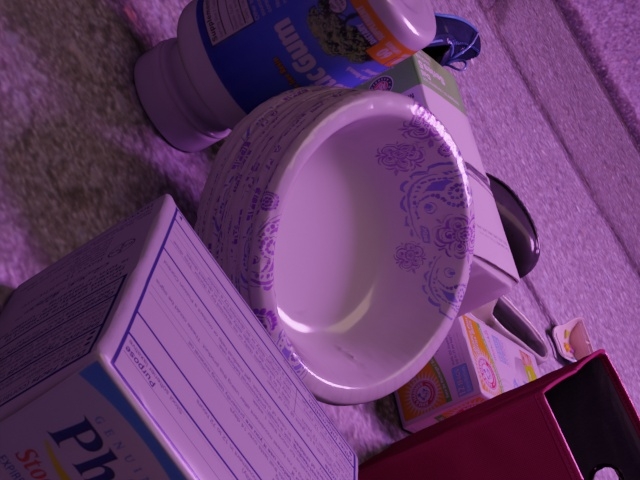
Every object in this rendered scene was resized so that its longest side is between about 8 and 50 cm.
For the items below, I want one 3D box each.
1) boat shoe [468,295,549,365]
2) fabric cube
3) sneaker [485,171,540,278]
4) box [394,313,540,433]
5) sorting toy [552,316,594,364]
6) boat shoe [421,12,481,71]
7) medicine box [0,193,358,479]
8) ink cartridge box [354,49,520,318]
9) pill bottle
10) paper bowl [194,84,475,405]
[{"bbox_3d":[0.175,0.068,1.735,0.302,0.094,0.109,45,29,-35],"label":"boat shoe"},{"bbox_3d":[0.182,0.281,1.323,0.254,0.258,0.259,65,24,6],"label":"fabric cube"},{"bbox_3d":[0.126,-0.066,1.727,0.330,0.122,0.146,45,26,8],"label":"sneaker"},{"bbox_3d":[0.173,0.171,1.610,0.203,0.103,0.114,32,37,-50],"label":"box"},{"bbox_3d":[0.378,0.159,2.128,0.075,0.045,0.083,15,52,-51],"label":"sorting toy"},{"bbox_3d":[0.148,-0.282,2.076,0.258,0.109,0.089,1,70,-46],"label":"boat shoe"},{"bbox_3d":[-0.105,0.150,0.948,0.263,0.149,0.289,56,14,-16],"label":"medicine box"},{"bbox_3d":[0.072,-0.043,1.511,0.114,0.198,0.273,29,39,-51],"label":"ink cartridge box"},{"bbox_3d":[-0.040,-0.191,1.345,0.152,0.272,0.152,46,28,-33],"label":"pill bottle"},{"bbox_3d":[0.000,0.000,1.292,0.284,0.148,0.284,-12,106,-44],"label":"paper bowl"}]
